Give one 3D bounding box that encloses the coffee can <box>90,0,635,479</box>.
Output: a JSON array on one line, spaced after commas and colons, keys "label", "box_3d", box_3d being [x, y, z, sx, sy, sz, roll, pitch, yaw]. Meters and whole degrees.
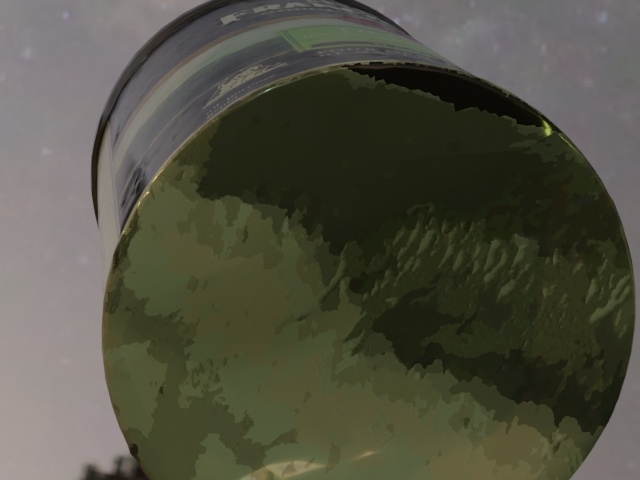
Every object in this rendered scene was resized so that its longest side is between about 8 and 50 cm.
[{"label": "coffee can", "box_3d": [0.000, 0.000, 0.697, 0.201, 0.201, 0.275, 15, 12, -13]}]
